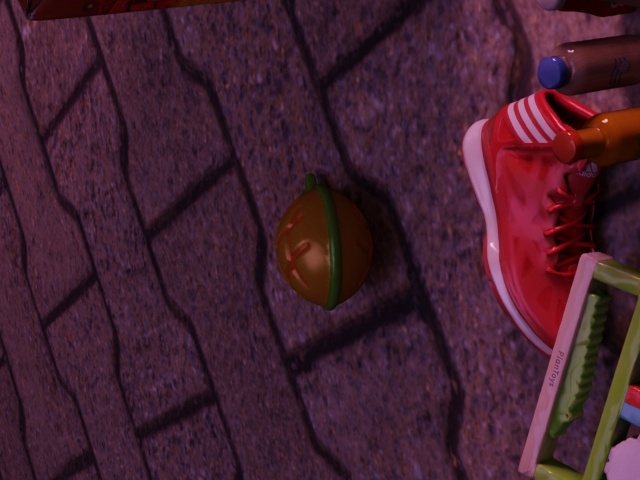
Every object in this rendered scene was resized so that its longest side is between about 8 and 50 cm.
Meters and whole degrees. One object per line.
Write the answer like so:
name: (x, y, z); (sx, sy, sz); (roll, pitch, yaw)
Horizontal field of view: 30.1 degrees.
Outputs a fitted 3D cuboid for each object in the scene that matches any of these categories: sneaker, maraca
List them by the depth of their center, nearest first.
sneaker: (0.194, -0.018, 0.959); (0.128, 0.087, 0.221); (-37, 72, 55)
maraca: (0.000, 0.000, 1.240); (0.186, 0.099, 0.127); (-117, 29, -67)

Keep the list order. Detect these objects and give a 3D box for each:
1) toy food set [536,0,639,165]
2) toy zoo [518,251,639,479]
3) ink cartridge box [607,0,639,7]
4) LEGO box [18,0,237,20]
toy food set: (0.224, -0.169, 0.844); (0.111, 0.104, 0.232); (49, 137, 35)
toy zoo: (0.293, 0.148, 0.859); (0.293, 0.030, 0.192); (25, 110, 38)
ink cartridge box: (0.233, -0.235, 0.673); (0.234, 0.193, 0.088); (-36, 73, 33)
LEGO box: (-0.158, -0.462, 1.060); (0.500, 0.372, 0.193); (63, 144, 20)
